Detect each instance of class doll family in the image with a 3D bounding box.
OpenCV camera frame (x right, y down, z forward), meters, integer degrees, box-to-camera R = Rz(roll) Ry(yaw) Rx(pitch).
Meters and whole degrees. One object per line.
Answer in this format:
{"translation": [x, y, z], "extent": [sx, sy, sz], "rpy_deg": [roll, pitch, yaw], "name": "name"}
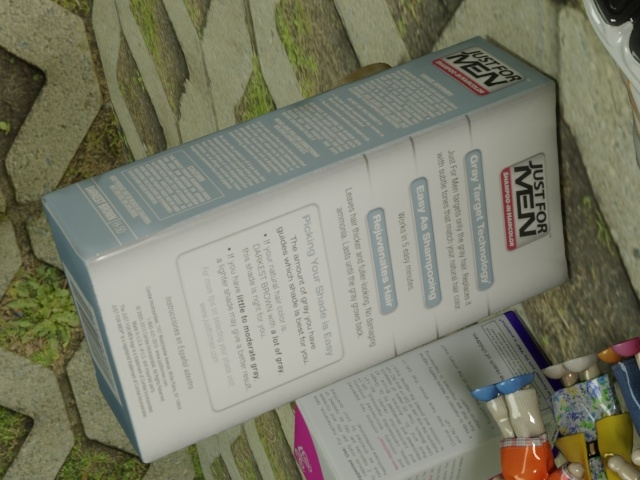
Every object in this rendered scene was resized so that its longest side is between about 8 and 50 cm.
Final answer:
{"translation": [0.237, 0.156, 1.026], "extent": [0.263, 0.118, 0.163], "rpy_deg": [-30, 75, 55], "name": "doll family"}

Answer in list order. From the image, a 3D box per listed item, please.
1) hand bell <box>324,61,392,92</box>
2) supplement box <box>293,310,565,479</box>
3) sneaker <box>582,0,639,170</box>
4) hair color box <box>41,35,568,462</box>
{"translation": [0.093, -0.034, 1.271], "extent": [0.242, 0.126, 0.126], "rpy_deg": [49, 158, 18], "name": "hand bell"}
{"translation": [0.096, 0.168, 1.242], "extent": [0.114, 0.220, 0.111], "rpy_deg": [59, 160, 30], "name": "supplement box"}
{"translation": [0.206, -0.088, 0.816], "extent": [0.121, 0.099, 0.262], "rpy_deg": [121, 127, -75], "name": "sneaker"}
{"translation": [0.000, 0.000, 1.069], "extent": [0.113, 0.374, 0.185], "rpy_deg": [46, 152, 52], "name": "hair color box"}
